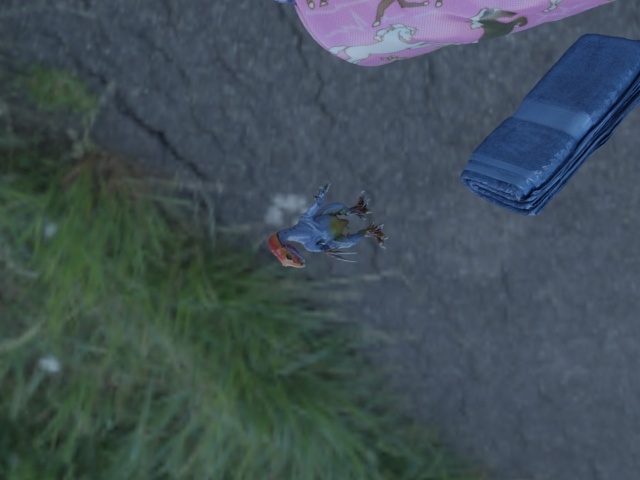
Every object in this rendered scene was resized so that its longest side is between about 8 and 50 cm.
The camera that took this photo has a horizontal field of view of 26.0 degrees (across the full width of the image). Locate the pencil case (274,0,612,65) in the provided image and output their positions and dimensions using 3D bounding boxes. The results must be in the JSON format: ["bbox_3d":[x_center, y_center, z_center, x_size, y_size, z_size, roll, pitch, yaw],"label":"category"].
[{"bbox_3d":[0.148,-0.231,0.880,0.386,0.160,0.167,-12,165,38],"label":"pencil case"}]

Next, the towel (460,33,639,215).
[{"bbox_3d":[0.137,-0.067,0.792,0.119,0.067,0.029,-48,124,-10],"label":"towel"}]

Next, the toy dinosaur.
[{"bbox_3d":[0.000,0.000,0.859,0.082,0.047,0.090,-16,167,-25],"label":"toy dinosaur"}]
